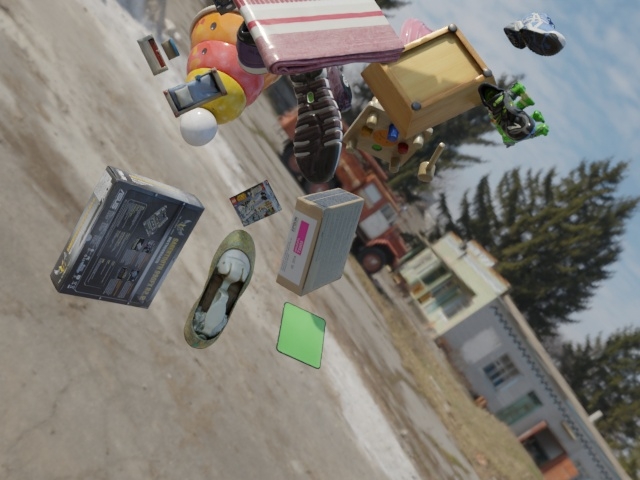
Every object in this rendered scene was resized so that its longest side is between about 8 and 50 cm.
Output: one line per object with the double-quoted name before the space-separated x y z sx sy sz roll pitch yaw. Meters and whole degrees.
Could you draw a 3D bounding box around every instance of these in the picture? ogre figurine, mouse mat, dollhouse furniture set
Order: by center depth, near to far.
"dollhouse furniture set" -0.308 -0.384 1.512 0.183 0.129 0.129 65 -6 -17
"ogre figurine" 0.512 -0.319 1.774 0.097 0.118 0.197 11 48 -55
"mouse mat" -0.056 0.282 2.030 0.152 0.007 0.189 27 41 -18

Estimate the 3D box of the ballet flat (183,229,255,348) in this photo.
"ballet flat" -0.257 0.128 1.810 0.123 0.348 0.123 23 -15 6

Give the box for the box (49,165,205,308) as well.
"box" -0.337 0.001 1.194 0.183 0.231 0.056 18 20 -45

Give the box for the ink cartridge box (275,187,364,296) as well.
"ink cartridge box" 0.000 0.000 1.682 0.088 0.234 0.193 28 24 27

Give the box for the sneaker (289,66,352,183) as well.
"sneaker" 0.023 -0.249 1.377 0.162 0.106 0.281 4 82 -60

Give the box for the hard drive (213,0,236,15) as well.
"hard drive" -0.184 -0.681 1.655 0.064 0.237 0.339 63 2 1

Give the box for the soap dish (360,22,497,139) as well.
"soap dish" 0.285 -0.418 1.751 0.229 0.291 0.118 60 -11 18

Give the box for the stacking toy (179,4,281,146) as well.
"stacking toy" -0.331 -0.502 2.224 0.350 0.351 0.480 50 45 -41

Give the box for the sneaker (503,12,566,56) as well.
"sneaker" 0.490 -0.472 1.520 0.080 0.081 0.211 49 6 -29

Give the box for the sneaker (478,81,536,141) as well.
"sneaker" 0.408 -0.288 1.512 0.078 0.067 0.188 23 29 -45

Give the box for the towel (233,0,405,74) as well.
"towel" -0.034 -0.400 1.104 0.329 0.237 0.037 64 -28 26

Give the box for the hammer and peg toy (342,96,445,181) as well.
"hammer and peg toy" 0.289 -0.363 2.455 0.361 0.127 0.266 22 -29 -12

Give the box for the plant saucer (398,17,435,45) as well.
"plant saucer" 0.300 -0.480 1.988 0.332 0.084 0.332 2 90 -69

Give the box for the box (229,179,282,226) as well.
"box" -0.182 -0.102 1.893 0.027 0.137 0.094 -37 103 -53

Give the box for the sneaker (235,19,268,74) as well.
"sneaker" -0.033 -0.426 1.389 0.124 0.283 0.107 100 -30 -68
